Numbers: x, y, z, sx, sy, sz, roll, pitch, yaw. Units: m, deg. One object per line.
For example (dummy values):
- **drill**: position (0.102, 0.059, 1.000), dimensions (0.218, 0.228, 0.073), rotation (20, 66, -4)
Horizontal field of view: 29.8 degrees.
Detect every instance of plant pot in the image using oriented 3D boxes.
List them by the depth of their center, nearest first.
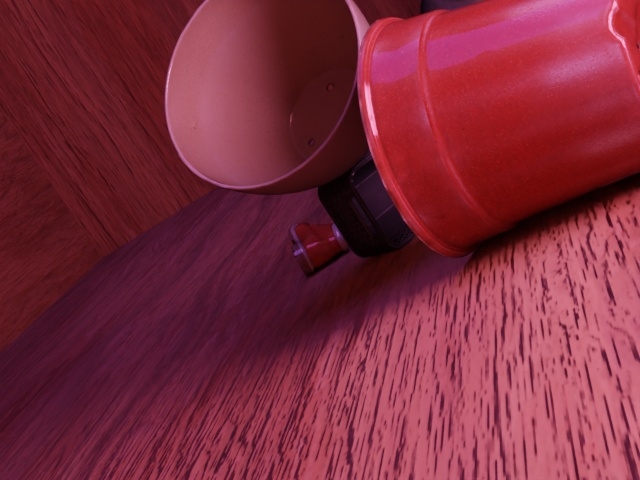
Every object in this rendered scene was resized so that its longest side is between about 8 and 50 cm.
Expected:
- **plant pot**: position (0.222, -0.145, 1.234), dimensions (0.265, 0.272, 0.272), rotation (-17, 16, 31)
- **plant pot**: position (-0.027, -0.178, 1.514), dimensions (0.284, 0.284, 0.191), rotation (-29, -26, 23)

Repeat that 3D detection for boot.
- **boot**: position (0.000, 0.000, 1.793), dimensions (0.084, 0.059, 0.158), rotation (-30, 18, 2)

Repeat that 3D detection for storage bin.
- **storage bin**: position (0.101, -0.073, 1.606), dimensions (0.180, 0.122, 0.084), rotation (-38, 11, -30)

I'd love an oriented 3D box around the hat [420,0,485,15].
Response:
- **hat**: position (0.220, -0.287, 1.592), dimensions (0.331, 0.134, 0.331), rotation (-5, -18, -2)
